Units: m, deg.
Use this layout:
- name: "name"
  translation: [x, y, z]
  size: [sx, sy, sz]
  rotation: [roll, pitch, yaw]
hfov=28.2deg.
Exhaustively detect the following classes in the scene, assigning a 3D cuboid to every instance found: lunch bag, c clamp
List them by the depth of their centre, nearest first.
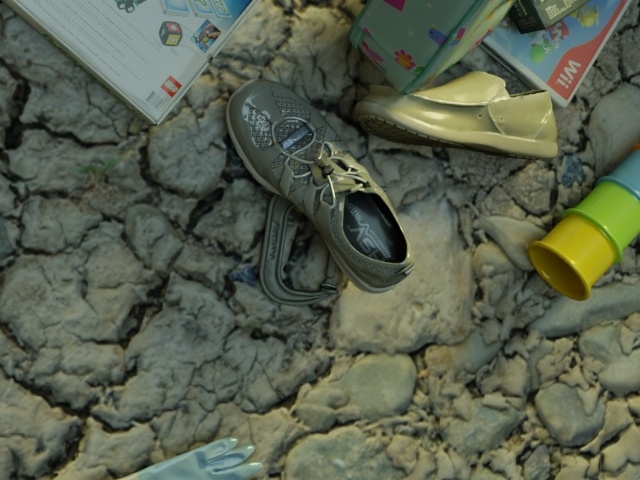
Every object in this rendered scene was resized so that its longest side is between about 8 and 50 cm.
- name: "lunch bag"
  translation: [0.157, -0.287, 1.313]
  size: [0.108, 0.279, 0.224]
  rotation: [43, 51, 4]
- name: "c clamp"
  translation: [0.000, 0.000, 1.436]
  size: [0.137, 0.022, 0.160]
  rotation: [15, 87, -22]

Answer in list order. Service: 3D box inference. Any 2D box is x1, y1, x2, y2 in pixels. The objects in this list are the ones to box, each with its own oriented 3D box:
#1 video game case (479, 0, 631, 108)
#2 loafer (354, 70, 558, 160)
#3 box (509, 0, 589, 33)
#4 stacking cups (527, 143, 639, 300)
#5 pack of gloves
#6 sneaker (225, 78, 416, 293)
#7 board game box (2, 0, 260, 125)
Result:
- name: "video game case"
  translation: [0.236, -0.320, 1.510]
  size: [0.285, 0.025, 0.204]
  rotation: [36, 80, -20]
- name: "loafer"
  translation: [0.158, -0.150, 1.454]
  size: [0.269, 0.102, 0.092]
  rotation: [7, 89, -32]
- name: "box"
  translation: [0.290, -0.375, 1.480]
  size: [0.233, 0.059, 0.183]
  rotation: [-35, 105, -19]
- name: "stacking cups"
  translation: [0.395, -0.061, 1.554]
  size: [0.316, 0.096, 0.096]
  rotation: [-41, 107, -15]
- name: "pack of gloves"
  translation: [-0.161, 0.320, 1.393]
  size: [0.232, 0.046, 0.195]
  rotation: [-18, 111, -17]
- name: "sneaker"
  translation: [0.014, -0.068, 1.372]
  size: [0.105, 0.115, 0.281]
  rotation: [-44, 97, -16]
- name: "board game box"
  translation: [-0.227, -0.288, 1.308]
  size: [0.305, 0.053, 0.193]
  rotation: [42, 79, -19]
